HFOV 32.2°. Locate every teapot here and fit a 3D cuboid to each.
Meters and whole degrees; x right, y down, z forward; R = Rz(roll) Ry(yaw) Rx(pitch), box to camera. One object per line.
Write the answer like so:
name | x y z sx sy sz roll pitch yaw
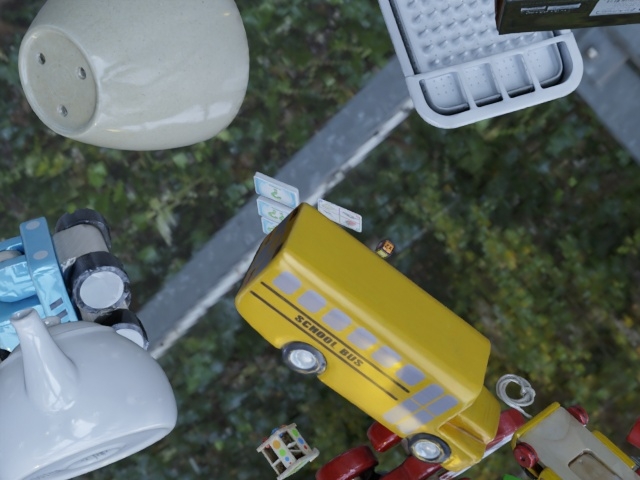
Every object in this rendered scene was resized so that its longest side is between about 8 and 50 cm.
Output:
teapot | -0.309 0.184 1.370 0.256 0.187 0.252 -35 161 37

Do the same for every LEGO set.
LEGO set | 0.000 0.000 1.766 0.060 0.244 0.182 -60 164 -26

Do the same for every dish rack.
dish rack | 0.224 -0.344 1.694 0.286 0.332 0.072 -17 176 -15

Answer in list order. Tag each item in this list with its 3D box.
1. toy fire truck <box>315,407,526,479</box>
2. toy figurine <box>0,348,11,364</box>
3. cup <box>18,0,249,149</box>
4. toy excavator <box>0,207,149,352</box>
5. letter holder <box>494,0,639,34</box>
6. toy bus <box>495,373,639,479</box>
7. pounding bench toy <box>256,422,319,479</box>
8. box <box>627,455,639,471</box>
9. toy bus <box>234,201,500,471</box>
toy fire truck | 0.155 0.364 1.700 0.302 0.169 0.254 -44 155 30
toy figurine | -0.528 0.303 1.815 0.148 0.213 0.209 -21 119 -36
cup | -0.309 -0.269 1.667 0.237 0.331 0.331 -33 161 -47
toy excavator | -0.587 0.086 2.041 0.445 0.222 0.433 -20 127 -11
letter holder | 0.307 -0.316 0.995 0.302 0.214 0.152 -3 179 7
toy bus | 0.277 0.267 1.215 0.191 0.202 0.104 9 135 -1
pounding bench toy | -0.045 0.309 1.657 0.052 0.065 0.083 -44 164 24
box | 0.580 0.446 1.945 0.113 0.094 0.275 -16 -173 -36
toy bus | 0.067 0.111 1.209 0.130 0.333 0.108 -42 -164 40
